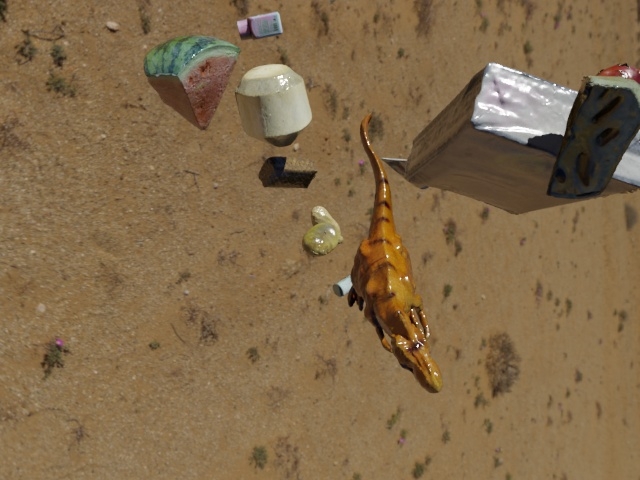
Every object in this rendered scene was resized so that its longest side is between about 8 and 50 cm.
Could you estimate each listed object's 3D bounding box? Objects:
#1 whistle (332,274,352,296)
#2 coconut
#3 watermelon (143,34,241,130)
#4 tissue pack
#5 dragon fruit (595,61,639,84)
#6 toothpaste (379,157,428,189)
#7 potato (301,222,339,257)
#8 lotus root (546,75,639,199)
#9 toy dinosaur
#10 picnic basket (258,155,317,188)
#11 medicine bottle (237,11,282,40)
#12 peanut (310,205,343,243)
[{"bbox_3d":[0.186,0.133,1.724,0.346,0.133,0.142,-24,134,-38],"label":"whistle"},{"bbox_3d":[-0.128,-0.368,1.207,0.202,0.202,0.222,-45,136,-39],"label":"coconut"},{"bbox_3d":[-0.397,-0.535,1.401,0.293,0.250,0.283,50,35,-28],"label":"watermelon"},{"bbox_3d":[0.344,-0.157,0.801,0.287,0.394,0.124,19,87,-3],"label":"tissue pack"},{"bbox_3d":[0.899,-0.467,1.257,0.125,0.246,0.125,55,21,-18],"label":"dragon fruit"},{"bbox_3d":[0.279,-0.212,1.324,0.323,0.100,0.066,7,96,-63],"label":"toothpaste"},{"bbox_3d":[0.000,0.000,1.251,0.138,0.091,0.070,-36,158,-50],"label":"potato"},{"bbox_3d":[0.337,-0.136,0.522,0.144,0.070,0.143,-52,151,-41],"label":"lotus root"},{"bbox_3d":[0.085,0.029,0.626,0.208,0.097,0.432,84,-3,-51],"label":"toy dinosaur"},{"bbox_3d":[-0.100,-0.214,1.388,0.193,0.110,0.055,-5,55,-38],"label":"picnic basket"},{"bbox_3d":[-0.266,-0.939,1.892,0.119,0.187,0.095,-103,-178,-61],"label":"medicine bottle"},{"bbox_3d":[0.021,-0.052,1.606,0.174,0.080,0.080,52,53,-21],"label":"peanut"}]
